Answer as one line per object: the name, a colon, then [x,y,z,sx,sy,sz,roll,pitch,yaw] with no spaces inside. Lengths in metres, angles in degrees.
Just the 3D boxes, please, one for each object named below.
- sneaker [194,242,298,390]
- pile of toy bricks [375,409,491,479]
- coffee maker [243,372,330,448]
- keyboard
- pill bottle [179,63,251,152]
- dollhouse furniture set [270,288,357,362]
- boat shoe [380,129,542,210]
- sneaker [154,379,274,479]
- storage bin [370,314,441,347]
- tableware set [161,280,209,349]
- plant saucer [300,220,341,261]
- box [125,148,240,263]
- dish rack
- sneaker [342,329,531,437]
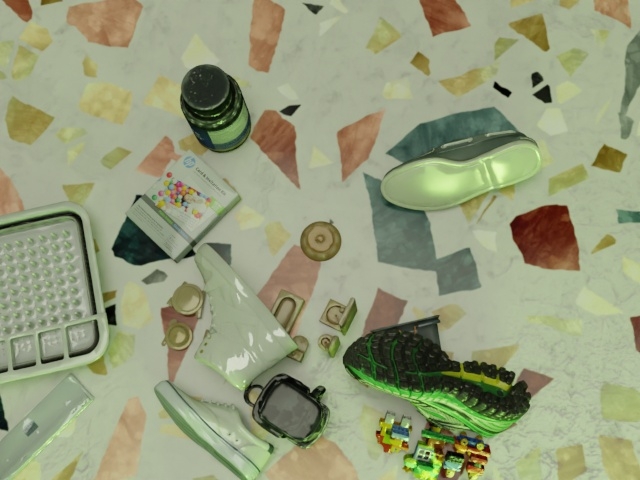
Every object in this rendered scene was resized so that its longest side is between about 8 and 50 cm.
sneaker: [-0.193,0.148,1.900,0.169,0.108,0.292,-41,62,-3]
pile of toy bricks: [0.204,0.405,1.851,0.212,0.118,0.105,15,110,-2]
coffee maker: [-0.073,0.312,1.842,0.171,0.178,0.120,8,76,6]
keyboard: [-0.556,0.373,1.945,0.256,0.014,0.072,-45,73,-8]
pill bottle: [-0.208,-0.262,1.970,0.123,0.219,0.123,-1,76,4]
dollhouse furniture set: [-0.030,0.155,1.906,0.151,0.123,0.144,24,79,9]
boat shoe: [0.275,-0.146,1.993,0.319,0.116,0.099,-14,32,7]
sneaker: [-0.201,0.345,1.898,0.258,0.094,0.091,41,64,7]
storage bin: [0.172,0.200,1.903,0.135,0.098,0.091,-14,86,0]
tableware set: [-0.232,0.165,1.970,0.169,0.020,0.141,18,77,9]
plant saucer: [0.000,0.000,1.998,0.083,0.015,0.083,-1,77,3]
box: [-0.277,-0.069,2.022,0.145,0.038,0.186,43,81,12]
dish rack: [-0.566,0.106,1.979,0.285,0.072,0.333,-13,76,1]
sneaker: [0.198,0.279,1.826,0.343,0.146,0.134,22,43,-3]
